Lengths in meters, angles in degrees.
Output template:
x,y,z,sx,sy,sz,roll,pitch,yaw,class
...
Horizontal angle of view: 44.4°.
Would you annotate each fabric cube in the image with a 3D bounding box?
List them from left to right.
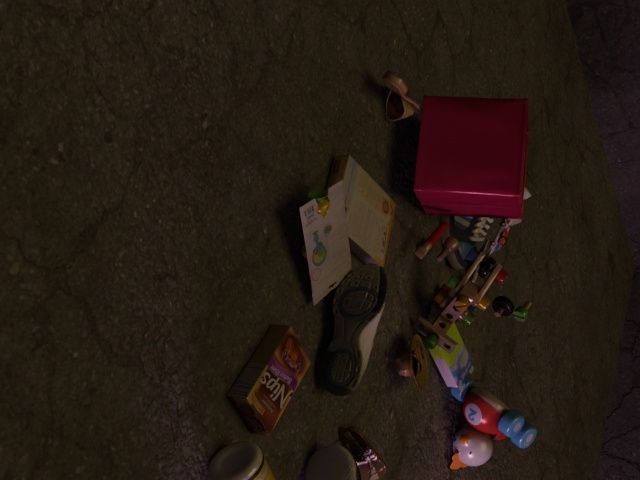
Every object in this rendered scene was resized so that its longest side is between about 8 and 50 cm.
x,y,z,sx,sy,sz,roll,pitch,yaw,class
0.395,-0.208,2.012,0.259,0.258,0.254,40,55,-71,fabric cube

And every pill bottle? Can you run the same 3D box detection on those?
x,y,z,sx,sy,sz,roll,pitch,yaw,class
-0.123,0.458,1.405,0.103,0.103,0.184,-51,129,-44,pill bottle

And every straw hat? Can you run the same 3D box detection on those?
x,y,z,sx,sy,sz,roll,pitch,yaw,class
0.221,0.310,1.966,0.144,0.061,0.145,-10,90,-69,straw hat

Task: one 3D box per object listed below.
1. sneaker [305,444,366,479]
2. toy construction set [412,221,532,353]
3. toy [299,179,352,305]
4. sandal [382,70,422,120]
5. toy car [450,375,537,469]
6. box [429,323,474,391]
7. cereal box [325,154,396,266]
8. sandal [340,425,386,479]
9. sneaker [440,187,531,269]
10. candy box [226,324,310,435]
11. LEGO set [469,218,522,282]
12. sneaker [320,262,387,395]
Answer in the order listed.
x,y,z,sx,sy,sz,roll,pitch,yaw,class
0.081,0.610,1.582,0.210,0.137,0.366,56,13,-45,sneaker
0.330,0.142,2.029,0.237,0.257,0.309,-44,104,-33,toy construction set
0.000,0.000,1.639,0.137,0.056,0.237,-36,135,-38,toy
0.185,-0.337,1.940,0.079,0.088,0.240,-52,157,3,sandal
0.438,0.548,2.206,0.238,0.219,0.210,-52,137,-5,toy car
0.364,0.321,2.175,0.109,0.042,0.178,-50,123,-40,box
0.089,-0.063,1.795,0.240,0.047,0.173,40,57,-47,cereal box
0.100,0.479,1.784,0.049,0.072,0.180,-79,146,-57,sandal
0.470,-0.081,2.196,0.130,0.236,0.323,3,86,-56,sneaker
-0.095,0.265,1.503,0.187,0.053,0.109,-56,134,-39,candy box
0.502,0.037,2.280,0.182,0.060,0.244,-60,176,-38,LEGO set
0.075,0.194,1.723,0.129,0.110,0.297,48,60,-73,sneaker
